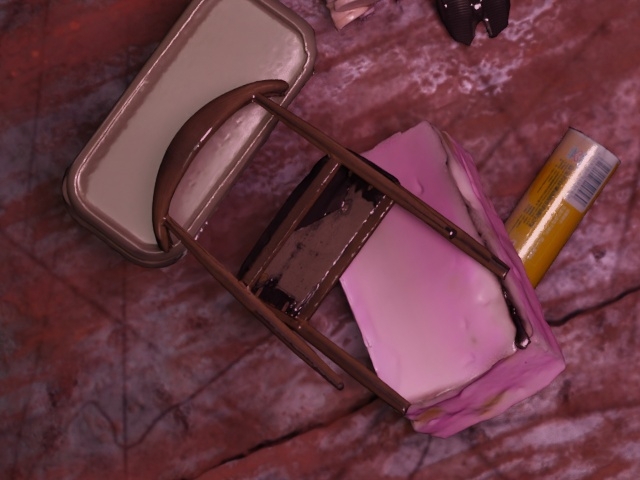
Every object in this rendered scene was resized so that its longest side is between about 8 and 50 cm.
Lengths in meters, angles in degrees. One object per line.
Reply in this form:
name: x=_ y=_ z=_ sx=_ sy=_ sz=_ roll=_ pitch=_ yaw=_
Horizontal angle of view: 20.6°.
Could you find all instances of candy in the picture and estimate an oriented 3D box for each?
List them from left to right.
candy: x=0.103 y=0.034 z=1.640 sx=0.155 sy=0.116 sz=0.265 roll=-31 pitch=62 yaw=17

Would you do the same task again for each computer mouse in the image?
computer mouse: x=0.144 y=-0.259 z=1.723 sx=0.079 sy=0.047 sz=0.135 roll=-12 pitch=92 yaw=4

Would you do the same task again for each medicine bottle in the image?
medicine bottle: x=0.207 y=-0.003 z=1.712 sx=0.074 sy=0.074 sz=0.218 roll=35 pitch=91 yaw=2

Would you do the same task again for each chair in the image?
chair: x=0.000 y=0.000 z=1.540 sx=0.272 sy=0.166 sz=0.188 roll=38 pitch=93 yaw=27

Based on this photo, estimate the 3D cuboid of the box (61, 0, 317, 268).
box: x=-0.112 y=-0.107 z=1.674 sx=0.138 sy=0.178 sz=0.274 roll=38 pitch=93 yaw=3

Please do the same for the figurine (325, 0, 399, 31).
figurine: x=0.017 y=-0.344 z=1.678 sx=0.144 sy=0.182 sz=0.256 roll=-28 pitch=87 yaw=-12
